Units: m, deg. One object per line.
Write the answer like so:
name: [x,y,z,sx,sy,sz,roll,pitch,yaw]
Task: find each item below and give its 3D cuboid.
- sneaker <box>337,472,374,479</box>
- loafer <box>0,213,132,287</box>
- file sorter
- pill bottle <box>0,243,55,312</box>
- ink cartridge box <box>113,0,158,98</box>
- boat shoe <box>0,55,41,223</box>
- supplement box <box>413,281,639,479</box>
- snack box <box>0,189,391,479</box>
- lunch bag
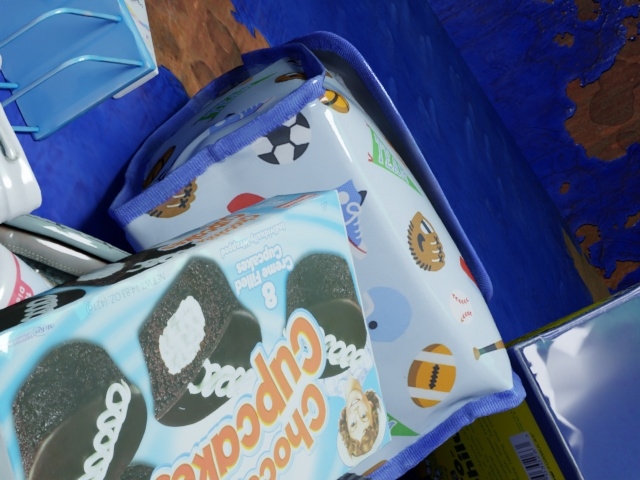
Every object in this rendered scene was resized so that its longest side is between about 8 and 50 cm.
sneaker: [0.061,0.254,1.003,0.319,0.112,0.131,11,-50,59]
loafer: [-0.150,0.050,0.960,0.267,0.096,0.084,26,74,-42]
file sorter: [-0.228,-0.177,1.064,0.170,0.118,0.104,64,21,6]
pill bottle: [-0.176,0.075,0.873,0.160,0.087,0.087,45,24,-40]
ink cartridge box: [-0.200,-0.205,1.287,0.088,0.052,0.122,42,25,-48]
boat shoe: [-0.245,-0.109,0.891,0.258,0.084,0.095,66,-27,23]
supplement box: [0.238,0.185,1.402,0.195,0.194,0.356,64,-22,7]
snack box: [-0.082,0.098,0.871,0.322,0.060,0.187,-26,107,-50]
lunch bag: [0.000,0.000,1.264,0.328,0.239,0.385,58,4,-13]
